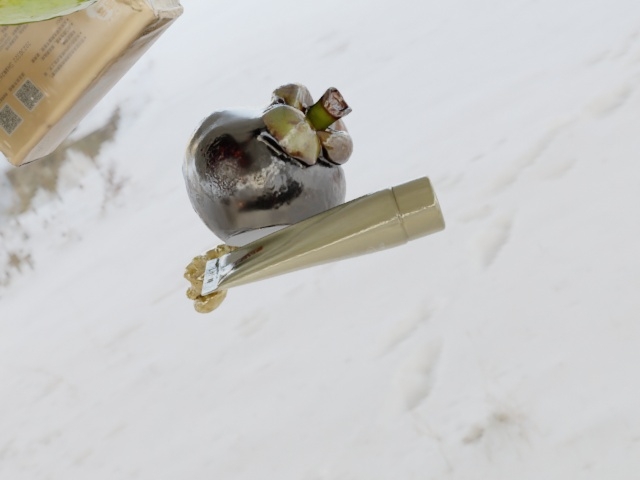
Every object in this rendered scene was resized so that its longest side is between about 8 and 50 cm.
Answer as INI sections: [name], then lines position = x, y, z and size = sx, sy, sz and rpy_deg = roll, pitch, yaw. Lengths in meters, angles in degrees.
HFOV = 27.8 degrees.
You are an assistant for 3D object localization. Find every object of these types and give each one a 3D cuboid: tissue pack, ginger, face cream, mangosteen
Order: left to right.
[tissue pack]
position = -0.348, -0.288, 1.769
size = 0.305, 0.238, 0.238
rpy_deg = -43, 12, 22
[ginger]
position = -0.170, 0.040, 2.292
size = 0.205, 0.115, 0.081
rpy_deg = -42, 21, 7
[mangosteen]
position = -0.067, -0.115, 1.988
size = 0.287, 0.233, 0.287
rpy_deg = -6, -18, -2
[face cream]
position = 0.000, 0.000, 1.782
size = 0.341, 0.084, 0.137
rpy_deg = -18, 19, 4

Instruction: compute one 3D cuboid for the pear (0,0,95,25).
[pear]
position = -0.321, -0.378, 1.180
size = 0.391, 0.391, 0.391
rpy_deg = -26, 18, 9
